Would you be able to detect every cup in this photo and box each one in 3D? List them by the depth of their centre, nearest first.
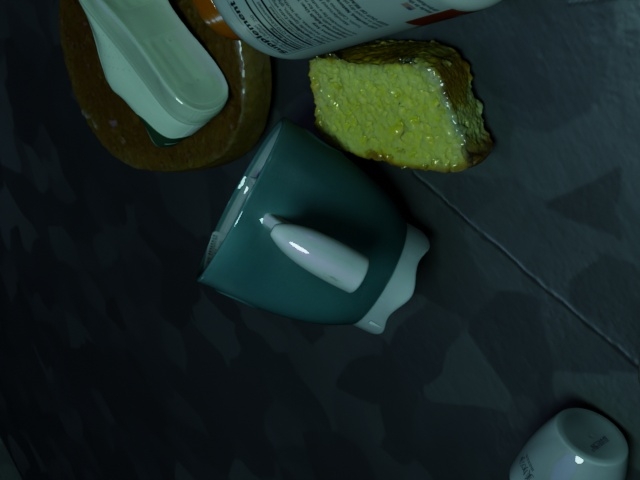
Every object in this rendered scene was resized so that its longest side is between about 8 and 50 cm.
[{"bbox_3d":[0.000,0.000,0.824,0.173,0.168,0.300,27,-176,-10],"label":"cup"}]

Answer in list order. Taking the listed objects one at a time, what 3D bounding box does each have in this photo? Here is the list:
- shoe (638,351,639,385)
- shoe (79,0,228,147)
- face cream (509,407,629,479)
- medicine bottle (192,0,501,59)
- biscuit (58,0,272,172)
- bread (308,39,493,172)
[{"bbox_3d":[0.299,0.131,0.622,0.112,0.099,0.228,-6,110,45],"label":"shoe"},{"bbox_3d":[-0.201,-0.212,0.923,0.265,0.095,0.110,56,141,8],"label":"shoe"},{"bbox_3d":[0.212,0.197,0.765,0.091,0.091,0.095,38,129,30],"label":"face cream"},{"bbox_3d":[0.012,-0.229,0.694,0.288,0.157,0.157,-1,110,51],"label":"medicine bottle"},{"bbox_3d":[-0.186,-0.231,1.016,0.367,0.063,0.314,3,110,49],"label":"biscuit"},{"bbox_3d":[0.068,-0.117,0.772,0.187,0.065,0.103,16,125,50],"label":"bread"}]
